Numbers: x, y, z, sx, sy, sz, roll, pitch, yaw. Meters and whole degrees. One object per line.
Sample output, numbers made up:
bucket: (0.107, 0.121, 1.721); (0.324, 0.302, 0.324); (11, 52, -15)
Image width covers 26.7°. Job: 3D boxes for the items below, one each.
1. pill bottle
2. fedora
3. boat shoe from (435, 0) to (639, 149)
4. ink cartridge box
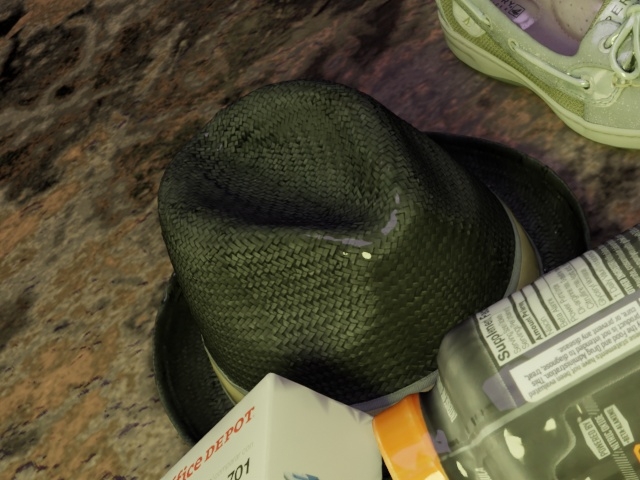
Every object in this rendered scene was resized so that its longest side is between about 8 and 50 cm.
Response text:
pill bottle: (0.151, 0.073, 0.704); (0.246, 0.130, 0.130); (-30, 38, 7)
fedora: (0.000, 0.000, 0.872); (0.334, 0.152, 0.334); (-20, 40, 18)
boat shoe: (0.184, -0.155, 0.940); (0.118, 0.103, 0.320); (-42, 39, -9)
ink cartridge box: (-0.035, 0.190, 0.714); (0.139, 0.082, 0.190); (-47, 29, 37)
